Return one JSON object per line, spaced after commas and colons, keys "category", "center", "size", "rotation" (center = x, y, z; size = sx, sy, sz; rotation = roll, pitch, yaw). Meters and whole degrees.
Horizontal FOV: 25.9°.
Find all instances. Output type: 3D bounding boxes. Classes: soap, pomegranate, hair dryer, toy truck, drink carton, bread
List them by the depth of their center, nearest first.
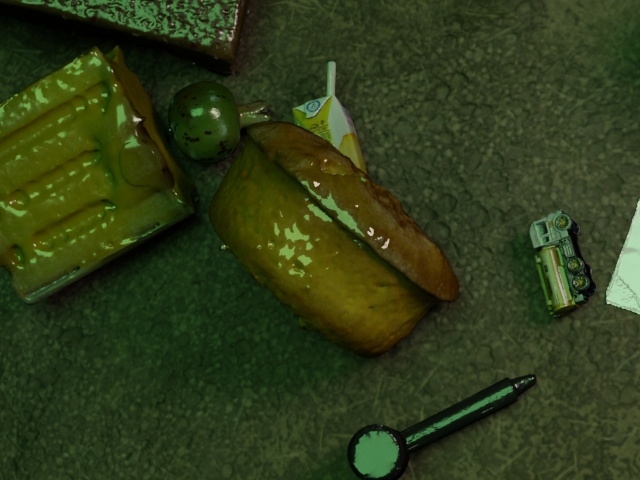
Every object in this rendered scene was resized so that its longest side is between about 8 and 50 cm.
{"category": "hair dryer", "center": [0.151, 0.223, 1.678], "size": [0.248, 0.114, 0.070], "rotation": [-25, 78, 3]}
{"category": "bread", "center": [0.000, 0.000, 1.689], "size": [0.340, 0.179, 0.194], "rotation": [44, 102, 4]}
{"category": "toy truck", "center": [0.294, 0.028, 1.704], "size": [0.063, 0.052, 0.123], "rotation": [-20, 72, 19]}
{"category": "drink carton", "center": [0.010, -0.135, 1.826], "size": [0.074, 0.084, 0.200], "rotation": [-20, 73, 15]}
{"category": "pomegranate", "center": [-0.136, -0.163, 1.878], "size": [0.142, 0.114, 0.114], "rotation": [-11, 71, -10]}
{"category": "soap", "center": [-0.338, -0.088, 1.882], "size": [0.281, 0.143, 0.259], "rotation": [-28, 95, 8]}
{"category": "bread", "center": [-0.302, -0.356, 1.908], "size": [0.416, 0.113, 0.165], "rotation": [14, 82, -1]}

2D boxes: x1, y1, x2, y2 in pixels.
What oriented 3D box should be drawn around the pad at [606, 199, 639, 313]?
{"category": "pad", "center": [0.473, 0.038, 1.665], "size": [0.232, 0.004, 0.156], "rotation": [18, 82, 22]}
